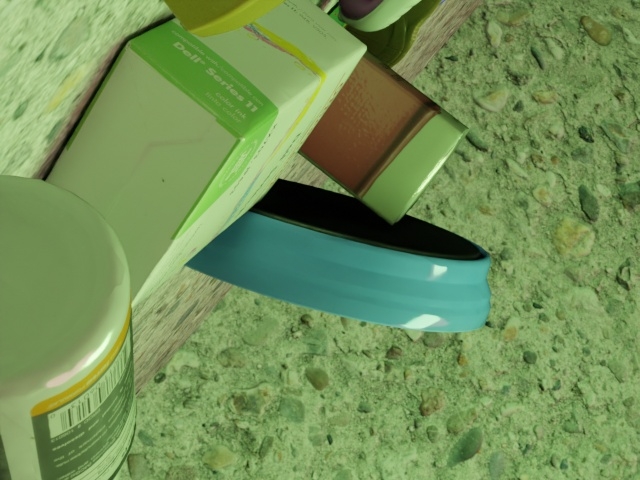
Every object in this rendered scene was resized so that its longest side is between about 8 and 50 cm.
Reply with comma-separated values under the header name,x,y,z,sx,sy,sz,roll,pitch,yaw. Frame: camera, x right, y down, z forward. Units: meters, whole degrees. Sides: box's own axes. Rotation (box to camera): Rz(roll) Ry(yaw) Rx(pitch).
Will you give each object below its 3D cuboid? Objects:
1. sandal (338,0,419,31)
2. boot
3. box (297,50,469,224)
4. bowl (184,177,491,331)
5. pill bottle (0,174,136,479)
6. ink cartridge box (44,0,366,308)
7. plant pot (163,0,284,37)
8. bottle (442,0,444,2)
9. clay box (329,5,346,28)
name,x,y,z,sx,sy,sz,roll,pitch,yaw
sandal,0.087,-0.323,1.331,0.169,0.102,0.416,-69,-162,-10
boot,0.090,-0.301,1.577,0.213,0.077,0.165,-47,-158,41
box,0.034,-0.140,1.469,0.127,0.232,0.148,-53,177,11
bowl,0.000,0.000,1.441,0.391,0.391,0.077,-38,143,-79
pill bottle,-0.204,0.096,0.890,0.162,0.162,0.278,-50,164,-31
ink cartridge box,-0.086,-0.104,1.160,0.207,0.119,0.353,-53,177,31
plant pot,-0.068,-0.181,0.898,0.083,0.081,0.081,-40,179,8
bottle,0.165,-0.397,1.698,0.118,0.092,0.283,-49,177,-18
clay box,0.022,-0.252,1.709,0.222,0.053,0.127,-48,176,-31
